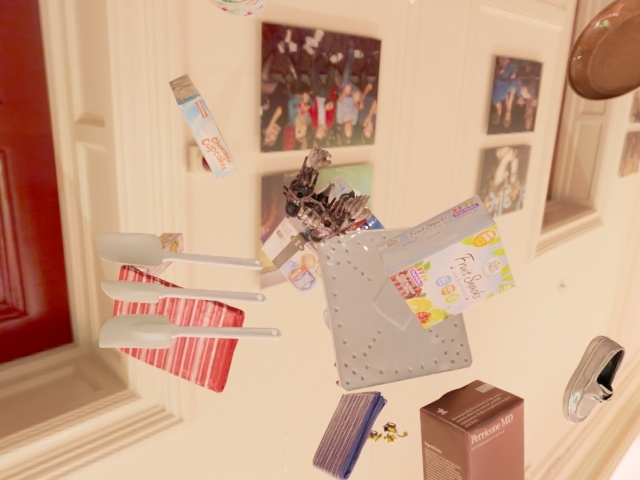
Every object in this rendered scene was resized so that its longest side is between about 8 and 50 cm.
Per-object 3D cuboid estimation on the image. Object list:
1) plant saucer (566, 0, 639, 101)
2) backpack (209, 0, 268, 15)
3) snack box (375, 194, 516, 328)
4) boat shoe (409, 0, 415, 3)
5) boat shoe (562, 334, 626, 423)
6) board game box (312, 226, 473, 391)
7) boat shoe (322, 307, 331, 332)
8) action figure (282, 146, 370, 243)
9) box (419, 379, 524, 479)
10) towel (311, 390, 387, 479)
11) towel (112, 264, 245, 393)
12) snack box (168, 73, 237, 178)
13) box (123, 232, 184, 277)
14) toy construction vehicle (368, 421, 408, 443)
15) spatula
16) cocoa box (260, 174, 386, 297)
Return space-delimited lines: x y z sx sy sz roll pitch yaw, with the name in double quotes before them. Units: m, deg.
"plant saucer" 0.504 -0.314 0.887 0.036 0.198 0.199 21 -174 -30
"backpack" -0.166 -0.605 1.105 0.225 0.253 0.191 38 -167 -4
"snack box" 0.207 0.043 0.871 0.175 0.207 0.070 -27 -128 9
"boat shoe" 0.212 -0.694 1.367 0.063 0.184 0.066 -24 173 23
"boat shoe" 0.649 0.339 1.279 0.079 0.227 0.081 17 -173 -23
"board game box" 0.188 0.163 1.407 0.390 0.389 0.050 -4 167 -25
"boat shoe" 0.097 0.277 1.763 0.258 0.095 0.084 40 -171 -31
"action figure" 0.008 -0.076 1.007 0.164 0.141 0.275 43 -174 -4
"box" 0.335 0.522 1.174 0.191 0.381 0.143 -14 -167 -33
"towel" 0.073 0.540 1.517 0.040 0.243 0.336 31 159 -4
"towel" -0.296 0.178 1.094 0.275 0.198 0.031 20 -162 12
"snack box" -0.290 -0.286 1.315 0.060 0.187 0.322 -27 -149 -5
"box" -0.470 0.050 1.546 0.067 0.063 0.324 -1 -163 5
"toy construction vehicle" 0.197 0.577 1.598 0.098 0.086 0.035 25 -146 -24
"spatula" -0.172 0.067 0.730 0.242 0.019 0.168 6 -132 -31
"cocoa box" 0.000 0.000 1.698 0.231 0.228 0.347 -40 180 -25
